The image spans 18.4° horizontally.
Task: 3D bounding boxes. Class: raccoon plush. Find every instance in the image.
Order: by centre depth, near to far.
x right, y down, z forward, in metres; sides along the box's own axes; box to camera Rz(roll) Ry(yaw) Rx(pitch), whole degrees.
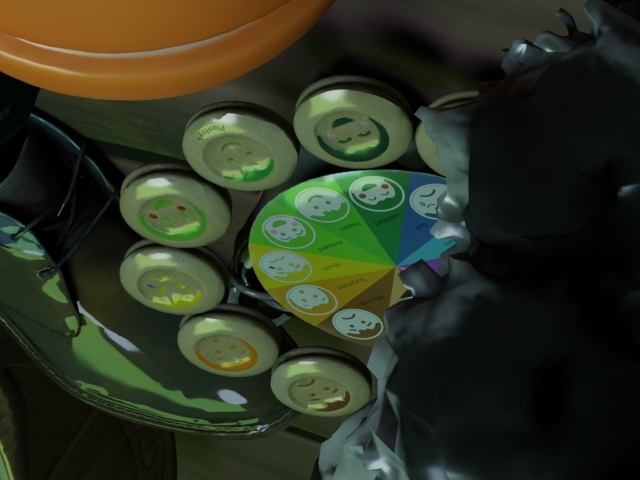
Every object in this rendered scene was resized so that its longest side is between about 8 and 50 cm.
[{"bbox_3d":[0.196,0.099,0.457,0.446,0.216,0.299,23,165,23],"label":"raccoon plush"}]

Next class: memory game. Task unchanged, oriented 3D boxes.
[{"bbox_3d":[0.023,0.012,0.646,0.186,0.012,0.186,6,143,4],"label":"memory game"}]

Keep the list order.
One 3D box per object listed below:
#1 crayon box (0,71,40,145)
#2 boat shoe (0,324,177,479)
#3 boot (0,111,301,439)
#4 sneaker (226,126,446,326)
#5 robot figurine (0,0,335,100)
[{"bbox_3d":[-0.270,-0.099,0.657,0.318,0.202,0.081,32,130,6],"label":"crayon box"},{"bbox_3d":[-0.167,0.061,1.035,0.089,0.104,0.285,19,145,44],"label":"boat shoe"},{"bbox_3d":[-0.106,0.010,0.841,0.219,0.082,0.106,27,161,21],"label":"boot"},{"bbox_3d":[0.000,0.000,0.686,0.061,0.065,0.158,33,160,2],"label":"sneaker"},{"bbox_3d":[-0.046,-0.110,0.415,0.128,0.158,0.219,45,163,15],"label":"robot figurine"}]
